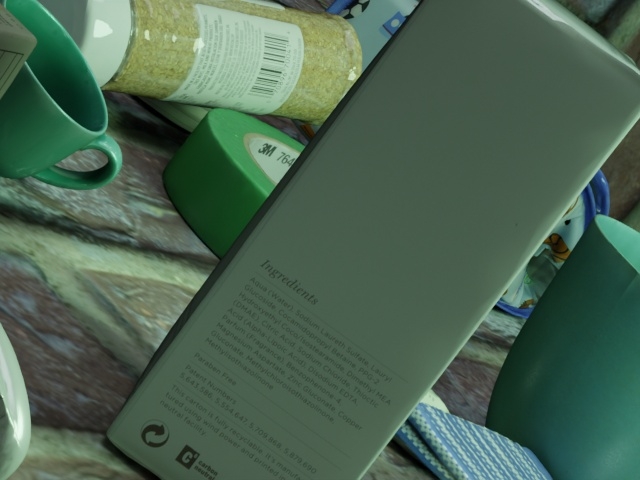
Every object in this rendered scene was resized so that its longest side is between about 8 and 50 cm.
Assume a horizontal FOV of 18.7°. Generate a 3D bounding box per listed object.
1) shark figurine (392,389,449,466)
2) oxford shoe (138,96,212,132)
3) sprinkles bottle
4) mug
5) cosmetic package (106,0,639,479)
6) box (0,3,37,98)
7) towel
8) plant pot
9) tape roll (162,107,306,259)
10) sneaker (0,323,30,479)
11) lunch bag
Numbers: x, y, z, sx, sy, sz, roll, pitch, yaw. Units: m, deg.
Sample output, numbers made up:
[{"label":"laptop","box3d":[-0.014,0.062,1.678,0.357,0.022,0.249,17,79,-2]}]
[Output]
[{"label":"shark figurine","box3d":[0.052,0.060,1.658,0.166,0.278,0.116,7,-16,-12]},{"label":"oxford shoe","box3d":[-0.174,-0.262,2.188,0.169,0.130,0.449,29,14,-29]},{"label":"sprinkles bottle","box3d":[-0.121,-0.189,1.909,0.355,0.121,0.121,6,32,-44]},{"label":"mug","box3d":[-0.235,-0.101,1.502,0.158,0.097,0.129,61,15,5]},{"label":"cosmetic package","box3d":[0.042,-0.001,1.278,0.156,0.385,0.217,38,13,-2]},{"label":"box","box3d":[-0.330,-0.123,1.233,0.121,0.148,0.311,41,12,17]},{"label":"towel","box3d":[0.169,0.235,1.461,0.243,0.040,0.336,52,9,22]},{"label":"plant pot","box3d":[0.285,0.158,1.733,0.293,0.235,0.293,36,13,-10]},{"label":"tape roll","box3d":[0.000,0.000,1.865,0.321,0.077,0.321,37,12,-9]},{"label":"sneaker","box3d":[-0.212,0.053,1.091,0.095,0.090,0.235,38,10,-51]},{"label":"lunch bag","box3d":[0.161,-0.098,2.326,0.328,0.239,0.385,46,-1,35]}]
